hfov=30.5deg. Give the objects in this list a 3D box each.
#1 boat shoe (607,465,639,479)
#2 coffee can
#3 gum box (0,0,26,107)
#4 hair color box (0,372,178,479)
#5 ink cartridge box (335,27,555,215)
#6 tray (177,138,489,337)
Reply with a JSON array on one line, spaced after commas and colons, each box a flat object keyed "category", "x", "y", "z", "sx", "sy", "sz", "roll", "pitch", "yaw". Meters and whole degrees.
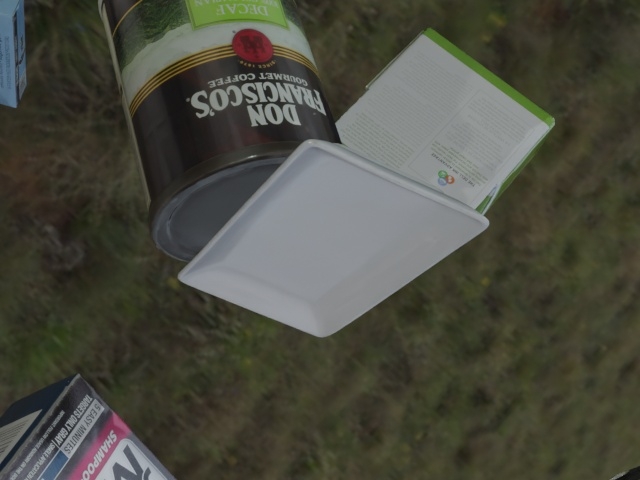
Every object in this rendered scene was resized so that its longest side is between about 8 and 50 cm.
[{"category": "boat shoe", "x": 0.212, "y": 0.143, "z": 0.680, "sx": 0.125, "sy": 0.046, "sz": 0.038, "roll": -18, "pitch": -175, "yaw": -19}, {"category": "coffee can", "x": -0.097, "y": -0.142, "z": 1.166, "sx": 0.201, "sy": 0.275, "sz": 0.201, "roll": -14, "pitch": 154, "yaw": -7}, {"category": "gum box", "x": -0.416, "y": -0.229, "z": 1.278, "sx": 0.157, "sy": 0.184, "sz": 0.041, "roll": 110, "pitch": -7, "yaw": -57}, {"category": "hair color box", "x": -0.155, "y": 0.297, "z": 0.967, "sx": 0.105, "sy": 0.347, "sz": 0.174, "roll": -26, "pitch": -159, "yaw": 36}, {"category": "ink cartridge box", "x": 0.112, "y": -0.092, "z": 1.326, "sx": 0.255, "sy": 0.189, "sz": 0.097, "roll": -46, "pitch": 169, "yaw": -29}, {"category": "tray", "x": 0.000, "y": 0.000, "z": 0.898, "sx": 0.270, "sy": 0.145, "sz": 0.030, "roll": -40, "pitch": -148, "yaw": 56}]
